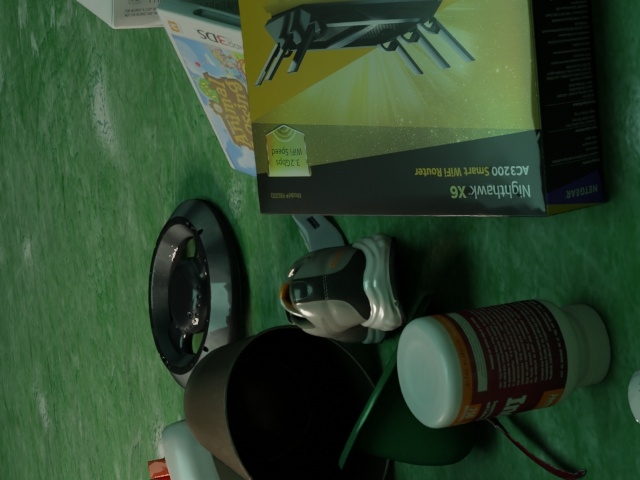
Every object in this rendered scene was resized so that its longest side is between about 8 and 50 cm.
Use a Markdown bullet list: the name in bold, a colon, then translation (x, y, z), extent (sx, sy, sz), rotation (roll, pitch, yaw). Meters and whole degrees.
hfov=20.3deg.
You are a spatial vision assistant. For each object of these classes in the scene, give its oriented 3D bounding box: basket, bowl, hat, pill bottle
- **basket**: translation (-0.048, 0.176, 1.818), extent (0.204, 0.154, 0.227), rotation (59, 164, -11)
- **bowl**: translation (-0.093, 0.251, 1.957), extent (0.053, 0.142, 0.142), rotation (-38, 63, 42)
- **hat**: translation (0.132, 0.168, 1.568), extent (0.173, 0.184, 0.208), rotation (-66, -6, 31)
- **pill bottle**: translation (0.142, 0.091, 1.370), extent (0.086, 0.152, 0.086), rotation (31, 125, 59)

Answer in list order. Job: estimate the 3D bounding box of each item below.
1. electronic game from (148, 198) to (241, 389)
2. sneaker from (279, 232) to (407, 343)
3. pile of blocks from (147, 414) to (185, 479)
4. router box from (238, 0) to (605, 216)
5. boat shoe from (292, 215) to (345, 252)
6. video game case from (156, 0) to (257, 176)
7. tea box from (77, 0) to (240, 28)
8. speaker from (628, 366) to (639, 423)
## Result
- **electronic game**: translation (-0.148, 0.065, 2.116), extent (0.229, 0.048, 0.229), rotation (0, 90, 62)
- **sneaker**: translation (0.014, 0.045, 1.641), extent (0.271, 0.108, 0.100), rotation (105, 159, -82)
- **pile of blocks**: translation (-0.170, 0.281, 2.152), extent (0.149, 0.113, 0.362), rotation (63, 149, 36)
- **router box**: translation (0.071, -0.143, 1.419), extent (0.309, 0.081, 0.242), rotation (0, 99, 44)
- **boat shoe**: translation (0.000, 0.000, 1.802), extent (0.100, 0.035, 0.035), rotation (53, 170, 40)
- **video game case**: translation (-0.050, -0.127, 1.694), extent (0.193, 0.023, 0.212), rotation (21, 147, 41)
- **tea box**: translation (-0.168, -0.416, 1.807), extent (0.329, 0.220, 0.323), rotation (40, 133, 55)
- **speaker**: translation (0.268, 0.098, 1.220), extent (0.136, 0.055, 0.055), rotation (148, 111, -64)
